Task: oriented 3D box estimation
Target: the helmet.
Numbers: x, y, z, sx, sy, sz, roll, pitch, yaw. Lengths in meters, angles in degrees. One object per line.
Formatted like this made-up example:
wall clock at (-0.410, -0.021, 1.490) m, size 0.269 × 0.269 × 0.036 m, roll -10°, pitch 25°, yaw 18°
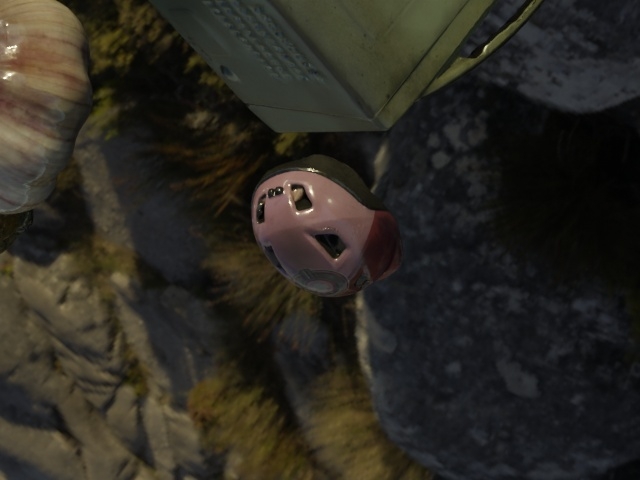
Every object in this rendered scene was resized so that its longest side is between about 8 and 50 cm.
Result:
helmet at (0.000, 0.000, 1.486) m, size 0.198 × 0.154 × 0.253 m, roll -15°, pitch 116°, yaw 29°

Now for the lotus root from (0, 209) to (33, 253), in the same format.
lotus root at (-0.603, -0.060, 1.527) m, size 0.250 × 0.346 × 0.250 m, roll 172°, pitch 90°, yaw -71°

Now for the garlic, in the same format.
garlic at (-0.357, -0.150, 1.005) m, size 0.245 × 0.253 × 0.245 m, roll 0°, pitch 90°, yaw 23°

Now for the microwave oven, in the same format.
microwave oven at (0.027, -0.323, 0.822) m, size 0.333 × 0.394 × 0.247 m, roll 45°, pitch 166°, yaw -28°
